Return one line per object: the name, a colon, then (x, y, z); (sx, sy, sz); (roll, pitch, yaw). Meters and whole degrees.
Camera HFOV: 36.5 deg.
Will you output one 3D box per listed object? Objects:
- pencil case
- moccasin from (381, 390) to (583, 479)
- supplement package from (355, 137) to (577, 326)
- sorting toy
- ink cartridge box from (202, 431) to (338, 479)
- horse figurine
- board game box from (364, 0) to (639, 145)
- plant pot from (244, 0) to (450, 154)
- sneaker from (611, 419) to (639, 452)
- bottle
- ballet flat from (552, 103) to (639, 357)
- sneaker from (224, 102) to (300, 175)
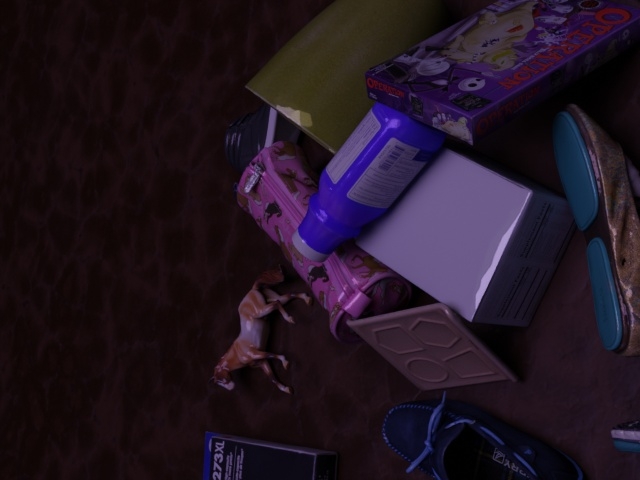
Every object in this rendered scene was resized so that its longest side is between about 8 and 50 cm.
pencil case: (0.000, 0.000, 1.640); (0.386, 0.167, 0.160); (52, 138, 34)
moccasin: (0.213, 0.299, 1.415); (0.342, 0.117, 0.138); (5, 87, 46)
supplement package: (0.216, -0.022, 1.446); (0.262, 0.145, 0.204); (35, 108, 43)
sorting toy: (0.168, 0.158, 1.451); (0.208, 0.193, 0.038); (-12, 44, 45)
ink cartridge box: (-0.120, 0.455, 1.770); (0.371, 0.069, 0.176); (-4, 81, 47)
horse figurine: (-0.107, 0.165, 1.800); (0.174, 0.066, 0.263); (15, 96, 40)
board game box: (0.257, -0.255, 1.334); (0.208, 0.347, 0.056); (35, 146, 40)
plant pot: (0.072, -0.287, 1.583); (0.293, 0.275, 0.275); (-54, 48, 4)
sneaker: (0.475, 0.281, 1.170); (0.275, 0.107, 0.110); (13, 102, 46)
bottle: (0.061, -0.086, 1.426); (0.283, 0.118, 0.092); (-51, 50, 28)
ballet flat: (0.399, -0.019, 1.287); (0.123, 0.123, 0.349); (-24, 68, 41)
sneaker: (-0.102, -0.241, 1.829); (0.147, 0.104, 0.296); (28, 108, 39)
